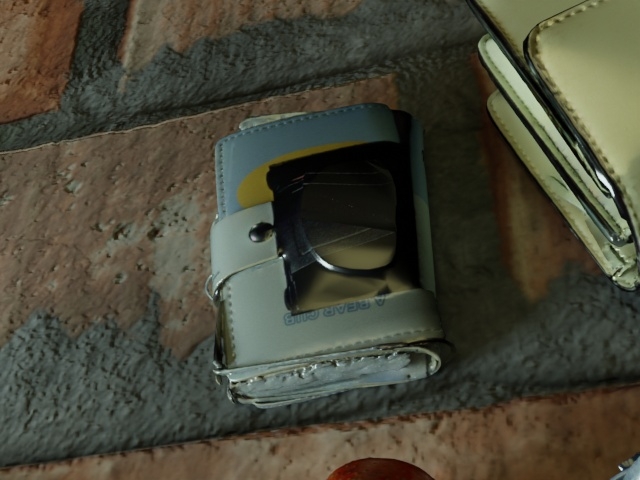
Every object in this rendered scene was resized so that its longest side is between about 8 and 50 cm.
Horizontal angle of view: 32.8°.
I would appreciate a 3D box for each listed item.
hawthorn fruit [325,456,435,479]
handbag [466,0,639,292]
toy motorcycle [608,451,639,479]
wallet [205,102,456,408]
[{"bbox_3d":[0.034,0.163,0.610,0.093,0.093,0.093,-10,48,12],"label":"hawthorn fruit"},{"bbox_3d":[0.303,-0.139,0.718,0.358,0.160,0.237,-26,54,-2],"label":"handbag"},{"bbox_3d":[0.275,0.128,0.471,0.358,0.213,0.125,-22,47,6],"label":"toy motorcycle"},{"bbox_3d":[0.000,0.000,0.770,0.170,0.069,0.231,-8,50,7],"label":"wallet"}]
